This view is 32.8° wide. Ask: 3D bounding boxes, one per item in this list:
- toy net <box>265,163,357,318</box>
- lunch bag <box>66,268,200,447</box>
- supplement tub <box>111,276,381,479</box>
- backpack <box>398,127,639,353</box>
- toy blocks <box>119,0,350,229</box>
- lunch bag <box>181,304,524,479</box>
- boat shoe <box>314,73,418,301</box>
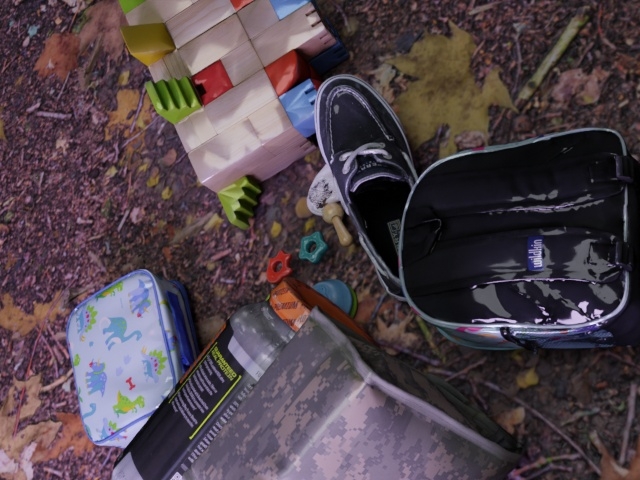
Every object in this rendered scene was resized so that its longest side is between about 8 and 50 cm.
[{"bbox_3d":[0.000,0.000,1.392,0.122,0.045,0.232,0,71,36],"label":"toy net"},{"bbox_3d":[-0.245,0.160,1.464,0.176,0.090,0.219,-32,58,22],"label":"lunch bag"},{"bbox_3d":[-0.080,0.210,1.270,0.316,0.193,0.193,-51,53,8],"label":"supplement tub"},{"bbox_3d":[0.216,0.010,1.147,0.254,0.191,0.225,-5,68,24],"label":"backpack"},{"bbox_3d":[-0.088,-0.247,1.475,0.261,0.191,0.381,-30,69,11],"label":"toy blocks"},{"bbox_3d":[0.049,0.242,1.128,0.235,0.287,0.169,-52,33,5],"label":"lunch bag"},{"bbox_3d":[0.063,-0.073,1.295,0.108,0.102,0.301,-18,75,5],"label":"boat shoe"}]
